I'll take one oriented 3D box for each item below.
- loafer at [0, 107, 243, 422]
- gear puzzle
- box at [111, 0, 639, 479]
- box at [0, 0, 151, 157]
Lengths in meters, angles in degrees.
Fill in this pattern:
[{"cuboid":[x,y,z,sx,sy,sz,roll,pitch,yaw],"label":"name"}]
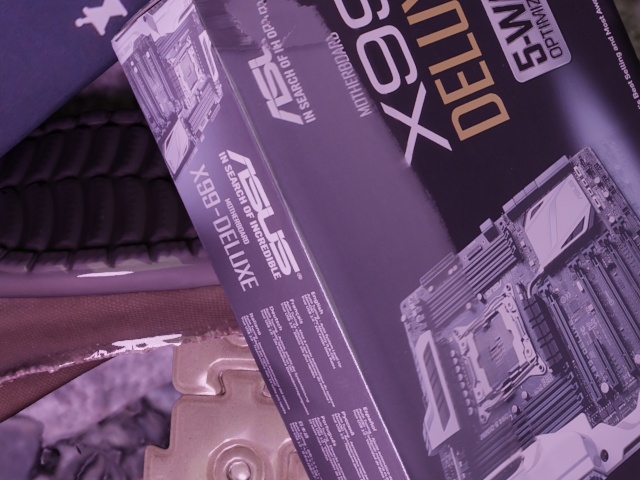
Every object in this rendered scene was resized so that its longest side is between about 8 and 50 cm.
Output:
[{"cuboid":[-0.172,0.027,0.717,0.365,0.134,0.130,-6,129,9],"label":"loafer"},{"cuboid":[0.000,0.000,0.750,0.175,0.044,0.339,1,81,11],"label":"gear puzzle"},{"cuboid":[0.073,-0.002,0.653,0.242,0.076,0.307,-25,92,-37],"label":"box"},{"cuboid":[-0.222,-0.198,0.595,0.395,0.293,0.212,-42,44,-8],"label":"box"}]
